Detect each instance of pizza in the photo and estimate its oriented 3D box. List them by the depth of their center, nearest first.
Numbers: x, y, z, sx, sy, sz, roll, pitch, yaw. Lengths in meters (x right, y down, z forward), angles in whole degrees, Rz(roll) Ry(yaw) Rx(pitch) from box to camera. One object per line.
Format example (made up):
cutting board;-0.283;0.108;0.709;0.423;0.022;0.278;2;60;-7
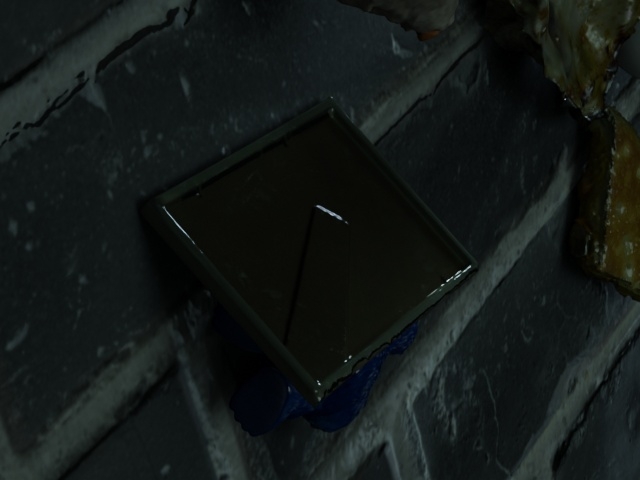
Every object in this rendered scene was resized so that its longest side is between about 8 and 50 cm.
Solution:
pizza;0.342;-0.019;2.302;0.197;0.058;0.292;-53;133;-40

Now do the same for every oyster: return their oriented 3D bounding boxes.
oyster;0.246;-0.249;2.094;0.361;0.096;0.221;16;83;-57

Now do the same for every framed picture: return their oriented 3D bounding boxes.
framed picture;0.000;0.000;1.673;0.213;0.016;0.289;48;38;5

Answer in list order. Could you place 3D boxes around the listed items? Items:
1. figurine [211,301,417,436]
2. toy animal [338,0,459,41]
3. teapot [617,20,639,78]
figurine;0.017;0.086;1.732;0.262;0.120;0.164;-33;117;-55
toy animal;0.014;-0.322;1.613;0.226;0.188;0.358;-36;106;-41
teapot;0.408;-0.278;2.316;0.204;0.139;0.298;-26;120;-25
